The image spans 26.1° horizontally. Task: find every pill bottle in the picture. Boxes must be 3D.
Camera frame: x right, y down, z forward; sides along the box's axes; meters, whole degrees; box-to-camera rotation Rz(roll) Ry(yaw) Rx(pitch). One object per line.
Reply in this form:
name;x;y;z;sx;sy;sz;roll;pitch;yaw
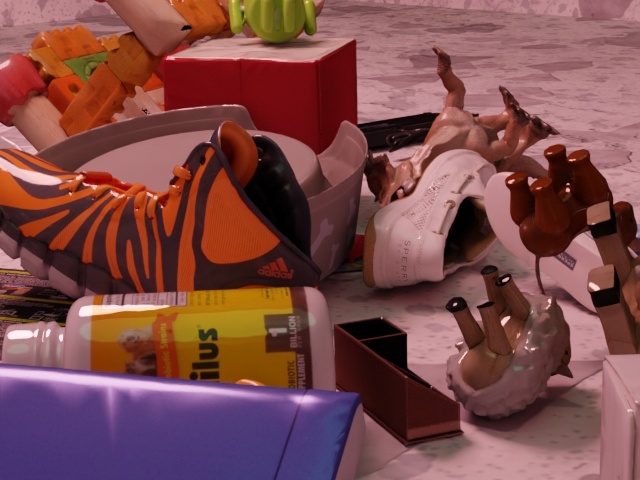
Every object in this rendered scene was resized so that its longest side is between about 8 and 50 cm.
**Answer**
pill bottle;-0.100;0.093;0.931;0.215;0.117;0.117;-3;16;-4

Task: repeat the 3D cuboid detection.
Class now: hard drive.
hard drive;-0.154;0.152;0.726;0.319;0.040;0.210;3;41;15

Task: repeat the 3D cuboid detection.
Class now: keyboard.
keyboard;0.098;-0.147;1.946;0.317;0.033;0.201;-14;13;-35

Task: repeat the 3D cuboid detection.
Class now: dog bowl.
dog bowl;-0.122;-0.032;1.341;0.349;0.102;0.349;-6;23;2

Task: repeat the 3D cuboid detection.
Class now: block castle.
block castle;-0.224;-0.274;1.808;0.213;0.303;0.453;47;28;8

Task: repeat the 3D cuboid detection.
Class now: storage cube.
storage cube;-0.062;-0.127;1.584;0.184;0.193;0.215;3;15;14

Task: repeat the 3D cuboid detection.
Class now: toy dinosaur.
toy dinosaur;0.152;-0.088;1.584;0.127;0.200;0.296;44;16;32

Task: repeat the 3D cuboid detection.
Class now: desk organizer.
desk organizer;0.054;0.100;1.016;0.047;0.050;0.130;-8;17;-22

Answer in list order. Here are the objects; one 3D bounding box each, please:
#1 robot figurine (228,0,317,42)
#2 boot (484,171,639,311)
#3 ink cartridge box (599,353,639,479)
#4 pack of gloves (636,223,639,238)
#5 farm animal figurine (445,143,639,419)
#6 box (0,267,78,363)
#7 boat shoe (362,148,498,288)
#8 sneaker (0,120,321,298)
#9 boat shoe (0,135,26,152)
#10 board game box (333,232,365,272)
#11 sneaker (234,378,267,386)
robot figurine;-0.054;-0.264;1.592;0.101;0.067;0.115;-3;15;-10
boot;0.237;0.001;1.278;0.086;0.069;0.190;-6;42;-39
ink cartridge box;0.246;0.131;0.720;0.191;0.139;0.082;-1;17;1
pack of gloves;0.442;-0.022;1.437;0.232;0.046;0.195;-12;18;-33
farm animal figurine;0.292;0.032;1.034;0.330;0.172;0.327;-7;29;34
box;-0.298;0.079;1.110;0.270;0.060;0.216;4;16;17
boat shoe;0.135;-0.015;1.361;0.096;0.098;0.277;9;25;24
sneaker;-0.125;-0.029;1.070;0.321;0.180;0.125;32;23;19
boat shoe;-0.441;-0.096;1.718;0.219;0.077;0.070;10;-7;22
board game box;0.000;0.000;1.417;0.169;0.033;0.133;-6;16;-16
sneaker;-0.109;0.142;0.821;0.215;0.083;0.084;-15;22;-36
